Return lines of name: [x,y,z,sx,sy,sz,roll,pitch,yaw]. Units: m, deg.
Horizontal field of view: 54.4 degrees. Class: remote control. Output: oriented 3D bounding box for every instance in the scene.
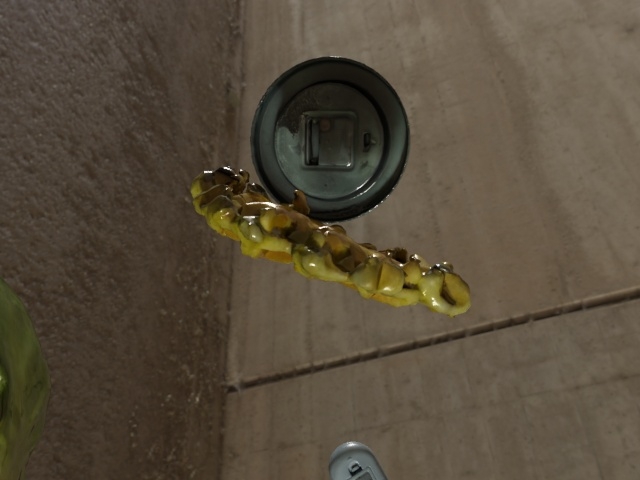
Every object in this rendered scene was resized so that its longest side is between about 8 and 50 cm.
remote control: [0.096,0.455,1.047,0.244,0.087,0.047,60,-14,4]

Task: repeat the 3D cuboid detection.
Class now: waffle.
waffle: [0.002,-0.003,0.560,0.262,0.060,0.280,23,4,-34]

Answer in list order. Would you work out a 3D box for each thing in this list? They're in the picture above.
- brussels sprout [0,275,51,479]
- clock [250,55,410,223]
brussels sprout: [-0.465,0.183,0.715,0.315,0.275,0.371,125,-51,-65]
clock: [0.014,-0.130,0.823,0.042,0.214,0.215,-22,96,-73]
